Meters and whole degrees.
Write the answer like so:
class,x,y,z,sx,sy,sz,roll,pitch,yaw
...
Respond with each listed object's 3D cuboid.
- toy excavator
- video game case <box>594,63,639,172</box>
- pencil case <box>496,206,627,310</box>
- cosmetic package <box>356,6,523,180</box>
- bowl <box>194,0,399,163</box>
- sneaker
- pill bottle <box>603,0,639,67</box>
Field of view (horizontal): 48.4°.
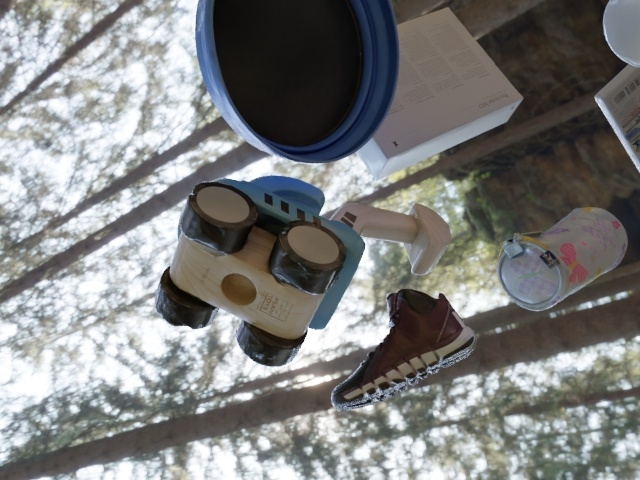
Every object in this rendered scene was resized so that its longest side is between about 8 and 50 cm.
class,x,y,z,sx,sy,sz,roll,pitch,yaw
toy excavator,0.000,0.000,1.212,0.433,0.222,0.445,25,-145,1
video game case,0.876,-0.363,1.781,0.300,0.329,0.036,46,-178,-28
pencil case,0.402,0.024,1.177,0.273,0.113,0.124,-17,-118,-43
cosmetic package,0.202,-0.324,1.531,0.377,0.097,0.284,-25,-111,-23
bowl,-0.031,-0.319,1.167,0.391,0.077,0.391,-3,-86,-40
sneaker,0.126,0.185,1.291,0.106,0.281,0.162,69,175,-65
pill bottle,0.570,-0.385,1.088,0.318,0.176,0.176,-36,-80,-31
